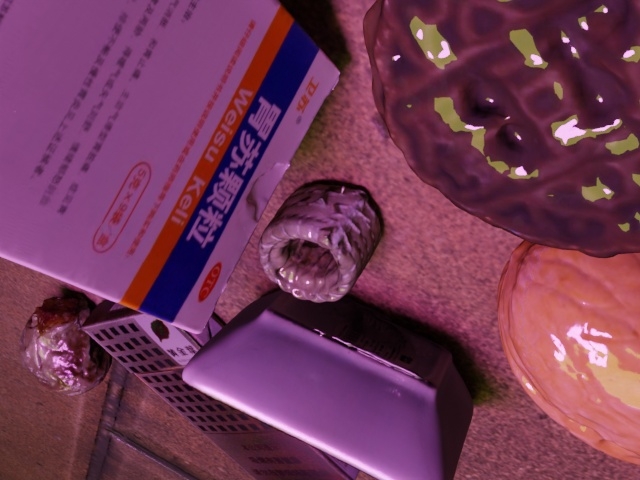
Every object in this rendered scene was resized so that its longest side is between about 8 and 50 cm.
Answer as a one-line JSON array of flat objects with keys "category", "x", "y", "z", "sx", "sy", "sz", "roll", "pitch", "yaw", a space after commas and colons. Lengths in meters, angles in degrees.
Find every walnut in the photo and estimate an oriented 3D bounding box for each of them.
[{"category": "walnut", "x": 0.205, "y": 0.058, "z": 0.590, "sx": 0.197, "sy": 0.165, "sz": 0.165, "roll": 36, "pitch": 147, "yaw": -6}]

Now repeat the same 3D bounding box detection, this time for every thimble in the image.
[{"category": "thimble", "x": 0.000, "y": 0.000, "z": 0.760, "sx": 0.084, "sy": 0.062, "sz": 0.110, "roll": 34, "pitch": 147, "yaw": -3}]

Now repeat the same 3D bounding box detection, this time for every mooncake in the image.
[{"category": "mooncake", "x": 0.134, "y": -0.097, "z": 0.470, "sx": 0.228, "sy": 0.124, "sz": 0.228, "roll": 21, "pitch": 145, "yaw": 16}]

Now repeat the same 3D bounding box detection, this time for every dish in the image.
[{"category": "dish", "x": 0.025, "y": 0.109, "z": 0.833, "sx": 0.243, "sy": 0.182, "sz": 0.080, "roll": 25, "pitch": 111, "yaw": 9}]

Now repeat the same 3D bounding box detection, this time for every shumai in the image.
[{"category": "shumai", "x": -0.300, "y": 0.114, "z": 1.120, "sx": 0.124, "sy": 0.099, "sz": 0.087, "roll": 40, "pitch": 142, "yaw": 16}]

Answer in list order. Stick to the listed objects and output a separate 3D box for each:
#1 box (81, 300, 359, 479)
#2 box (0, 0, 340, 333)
[{"category": "box", "x": -0.112, "y": 0.179, "z": 1.106, "sx": 0.180, "sy": 0.047, "sz": 0.325, "roll": -14, "pitch": 128, "yaw": 47}, {"category": "box", "x": -0.129, "y": -0.085, "z": 0.512, "sx": 0.106, "sy": 0.200, "sz": 0.299, "roll": 25, "pitch": 174, "yaw": 31}]
